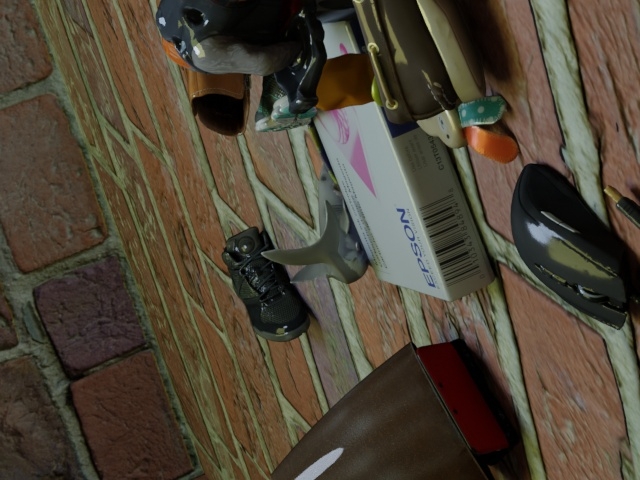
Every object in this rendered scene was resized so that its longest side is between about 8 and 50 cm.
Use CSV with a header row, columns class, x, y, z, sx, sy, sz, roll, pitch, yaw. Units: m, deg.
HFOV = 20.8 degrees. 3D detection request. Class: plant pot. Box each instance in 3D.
class,x,y,z,sx,sy,sz,roll,pitch,yaw
plant pot,0.065,0.272,2.095,0.215,0.230,0.215,59,-177,-6

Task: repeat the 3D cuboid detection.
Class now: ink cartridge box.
class,x,y,z,sx,sy,sz,roll,pitch,yaw
ink cartridge box,0.055,-0.103,1.972,0.324,0.071,0.330,68,164,-11

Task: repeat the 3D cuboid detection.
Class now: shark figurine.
class,x,y,z,sx,sy,sz,roll,pitch,yaw
shark figurine,0.005,0.021,2.107,0.166,0.116,0.278,62,-167,-11

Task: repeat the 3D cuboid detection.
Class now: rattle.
class,x,y,z,sx,sy,sz,roll,pitch,yaw
rattle,0.083,-0.130,1.700,0.199,0.143,0.130,62,148,37

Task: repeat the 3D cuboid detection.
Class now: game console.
class,x,y,z,sx,sy,sz,roll,pitch,yaw
game console,0.158,0.196,2.039,0.144,0.085,0.124,61,153,17

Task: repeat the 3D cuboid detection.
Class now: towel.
class,x,y,z,sx,sy,sz,roll,pitch,yaw
towel,0.006,-0.112,2.069,0.060,0.009,0.083,-77,-36,-66

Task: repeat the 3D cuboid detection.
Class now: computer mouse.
class,x,y,z,sx,sy,sz,roll,pitch,yaw
computer mouse,0.232,0.007,1.537,0.262,0.060,0.184,54,162,36

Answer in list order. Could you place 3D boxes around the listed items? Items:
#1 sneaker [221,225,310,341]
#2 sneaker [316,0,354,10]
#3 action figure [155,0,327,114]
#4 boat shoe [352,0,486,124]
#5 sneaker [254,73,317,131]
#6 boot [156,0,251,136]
class,x,y,z,sx,sy,sz,roll,pitch,yaw
sneaker,-0.093,0.065,2.714,0.227,0.087,0.130,54,169,53
sneaker,-0.020,-0.325,1.855,0.297,0.111,0.129,29,127,59
action figure,-0.101,-0.302,1.700,0.330,0.179,0.341,108,150,-50
boat shoe,0.049,-0.265,1.607,0.324,0.097,0.116,66,-162,-8
sneaker,-0.041,-0.168,1.990,0.166,0.065,0.076,157,105,-75
boot,-0.100,-0.225,2.010,0.283,0.109,0.220,40,-145,-69
